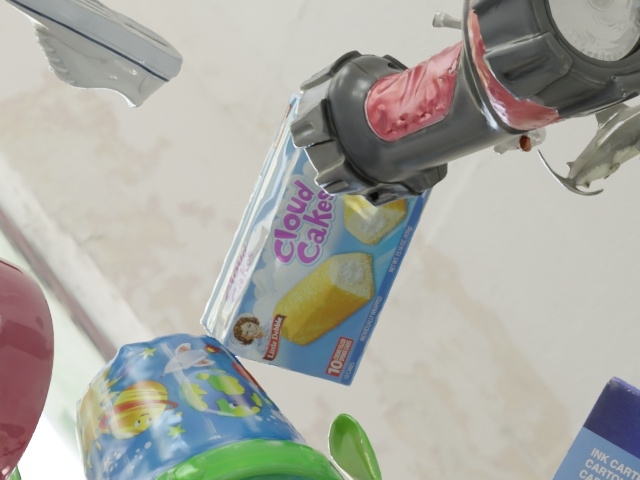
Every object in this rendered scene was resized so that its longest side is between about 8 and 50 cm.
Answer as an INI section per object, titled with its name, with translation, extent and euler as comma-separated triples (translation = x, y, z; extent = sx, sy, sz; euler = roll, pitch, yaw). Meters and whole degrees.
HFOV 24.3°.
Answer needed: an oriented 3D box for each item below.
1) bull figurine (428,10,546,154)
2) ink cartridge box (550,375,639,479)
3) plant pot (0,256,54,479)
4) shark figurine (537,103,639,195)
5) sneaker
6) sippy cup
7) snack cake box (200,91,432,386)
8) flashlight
[bull figurine]
translation = 0.230, -0.209, 2.010
extent = 0.188, 0.101, 0.310
euler = 16, -15, 5
[ink cartridge box]
translation = 0.313, 0.304, 1.298
extent = 0.270, 0.395, 0.151
euler = 29, -2, 25
[plant pot]
translation = -0.311, 0.079, 0.994
extent = 0.180, 0.201, 0.201
euler = 28, -1, -44
[shark figurine]
translation = 0.376, -0.141, 1.974
extent = 0.116, 0.278, 0.166
euler = 58, -22, 1
[sneaker]
translation = -0.256, -0.209, 1.564
extent = 0.258, 0.091, 0.094
euler = 28, 15, -44
[sippy cup]
translation = -0.114, 0.210, 1.338
extent = 0.305, 0.240, 0.224
euler = 36, 14, -43
[snack cake box]
translation = 0.000, 0.000, 1.516
extent = 0.264, 0.152, 0.089
euler = -68, -155, 12
[flashlight]
translation = 0.072, -0.095, 0.829
extent = 0.103, 0.103, 0.304
euler = 15, -13, -23
